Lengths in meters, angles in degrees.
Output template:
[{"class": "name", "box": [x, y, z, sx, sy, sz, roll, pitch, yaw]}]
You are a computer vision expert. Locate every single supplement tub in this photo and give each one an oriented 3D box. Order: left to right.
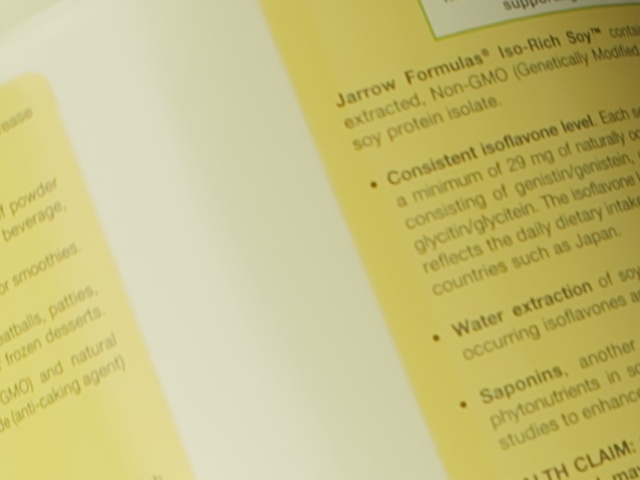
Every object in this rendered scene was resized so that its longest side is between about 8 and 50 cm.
[{"class": "supplement tub", "box": [0.010, 0.034, 0.487, 0.241, 0.241, 0.331, -29, 76, 34]}]
